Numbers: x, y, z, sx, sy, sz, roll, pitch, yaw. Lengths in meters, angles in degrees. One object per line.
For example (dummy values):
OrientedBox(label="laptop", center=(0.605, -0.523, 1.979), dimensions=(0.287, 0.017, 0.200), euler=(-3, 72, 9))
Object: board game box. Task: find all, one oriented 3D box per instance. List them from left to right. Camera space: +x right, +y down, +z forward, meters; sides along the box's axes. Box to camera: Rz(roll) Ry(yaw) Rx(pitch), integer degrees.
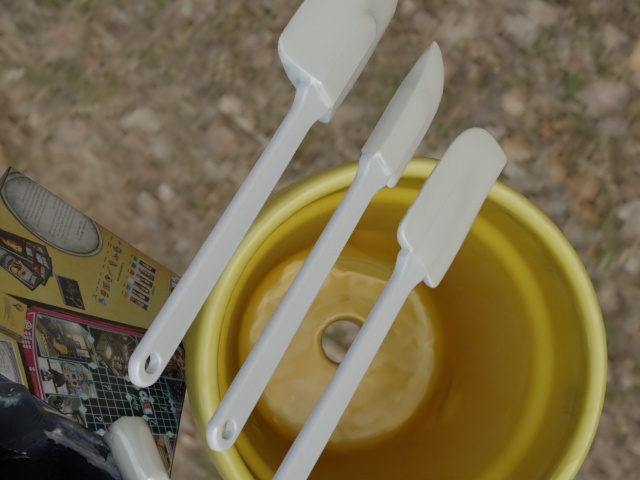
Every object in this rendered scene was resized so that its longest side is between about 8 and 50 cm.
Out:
OrientedBox(label="board game box", center=(-0.162, 0.060, 1.236), dimensions=(0.165, 0.243, 0.042), euler=(34, 112, -13))

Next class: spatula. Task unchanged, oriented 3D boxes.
OrientedBox(label="spatula", center=(0.000, 0.000, 0.872), dimensions=(0.019, 0.242, 0.168), euler=(12, 149, 37))

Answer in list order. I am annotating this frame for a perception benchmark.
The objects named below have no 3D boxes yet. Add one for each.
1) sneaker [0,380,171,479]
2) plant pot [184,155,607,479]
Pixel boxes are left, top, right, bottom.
OrientedBox(label="sneaker", center=(-0.134, 0.088, 0.424), dimensions=(0.153, 0.235, 0.094), euler=(-57, 46, 50))
OrientedBox(label="plant pot", center=(0.031, 0.073, 1.263), dimensions=(0.254, 0.254, 0.239), euler=(42, 174, -8))
